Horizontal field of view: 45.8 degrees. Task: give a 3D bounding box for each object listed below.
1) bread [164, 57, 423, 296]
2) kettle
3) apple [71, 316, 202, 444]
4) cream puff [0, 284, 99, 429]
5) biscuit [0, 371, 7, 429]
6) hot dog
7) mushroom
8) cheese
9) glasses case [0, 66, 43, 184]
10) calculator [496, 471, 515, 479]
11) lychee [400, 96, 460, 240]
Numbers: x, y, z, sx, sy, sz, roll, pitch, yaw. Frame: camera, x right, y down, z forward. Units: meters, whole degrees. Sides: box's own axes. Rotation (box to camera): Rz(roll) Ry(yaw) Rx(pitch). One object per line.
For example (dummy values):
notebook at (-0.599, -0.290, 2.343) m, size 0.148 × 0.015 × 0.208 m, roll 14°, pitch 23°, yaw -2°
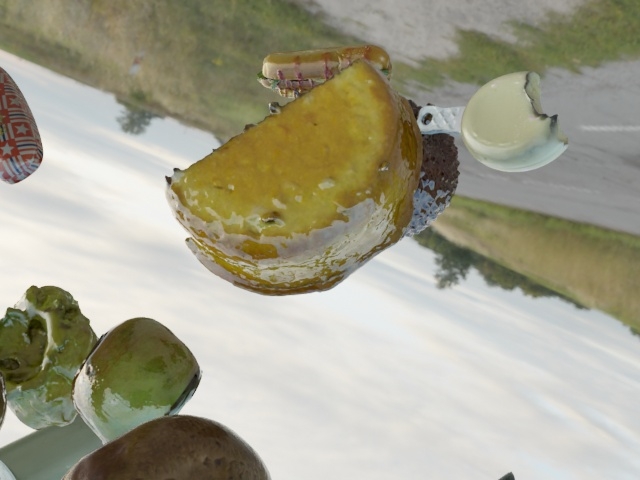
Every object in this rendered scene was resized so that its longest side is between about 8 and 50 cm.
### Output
bread at (-0.006, -0.052, 0.914) m, size 0.179 × 0.340 × 0.194 m, roll 57°, pitch 178°, yaw 25°
kettle at (-0.633, 0.558, 1.822) m, size 0.205 × 0.265 × 0.318 m, roll 26°, pitch -151°, yaw 27°
apple at (-0.300, 0.229, 1.214) m, size 0.207 × 0.173 × 0.188 m, roll 20°, pitch -134°, yaw 37°
cream puff at (-0.547, 0.220, 1.452) m, size 0.185 × 0.281 × 0.282 m, roll 14°, pitch -170°, yaw -40°
biscuit at (-0.639, 0.268, 1.007) m, size 0.394 × 0.368 × 0.076 m, roll 12°, pitch 157°, yaw -5°
hot dog at (0.004, -0.289, 1.333) m, size 0.250 × 0.076 × 0.104 m, roll -1°, pitch 158°, yaw 17°
mushroom at (-0.161, 0.286, 0.755) m, size 0.253 × 0.253 × 0.153 m, roll 18°, pitch -148°, yaw -45°
cheese at (0.260, -0.172, 1.192) m, size 0.249 × 0.163 × 0.071 m, roll -15°, pitch 153°, yaw 34°
glasses case at (-0.420, -0.161, 0.992) m, size 0.194 × 0.073 × 0.049 m, roll 57°, pitch -179°, yaw 26°
calculator at (0.213, 0.472, 1.257) m, size 0.268 × 0.177 × 0.040 m, roll -11°, pitch -124°, yaw -39°
lychee at (0.122, -0.133, 1.410) m, size 0.276 × 0.304 × 0.275 m, roll 22°, pitch -146°, yaw -16°
